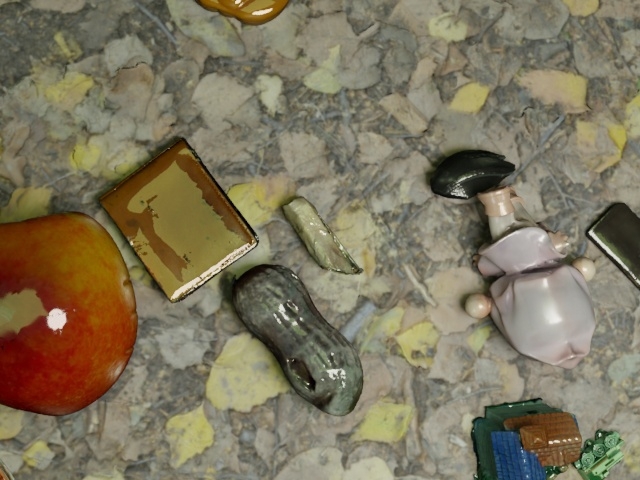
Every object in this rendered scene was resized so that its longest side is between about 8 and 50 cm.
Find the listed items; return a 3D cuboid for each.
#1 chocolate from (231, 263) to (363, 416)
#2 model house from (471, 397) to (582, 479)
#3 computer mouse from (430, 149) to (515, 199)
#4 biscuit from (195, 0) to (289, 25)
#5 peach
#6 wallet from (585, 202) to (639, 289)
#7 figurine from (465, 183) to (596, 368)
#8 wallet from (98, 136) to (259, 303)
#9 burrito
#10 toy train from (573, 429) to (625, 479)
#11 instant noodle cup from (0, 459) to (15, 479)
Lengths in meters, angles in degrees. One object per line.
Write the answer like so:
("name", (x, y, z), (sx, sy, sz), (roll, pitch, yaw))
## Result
("chocolate", (-0.028, 0.135, 1.153), (0.110, 0.110, 0.248), (-35, 87, -8))
("model house", (0.296, 0.288, 1.140), (0.148, 0.148, 0.119), (-6, 85, -4))
("computer mouse", (0.222, -0.105, 1.216), (0.135, 0.047, 0.079), (-19, 41, -14))
("biscuit", (-0.117, -0.412, 1.237), (0.170, 0.050, 0.170), (1, 83, -6))
("peach", (-0.374, 0.105, 1.087), (0.249, 0.245, 0.274), (-15, 96, 21))
("wallet", (0.482, 0.017, 1.255), (0.157, 0.018, 0.082), (44, 82, 1))
("figurine", (0.299, 0.050, 1.178), (0.200, 0.133, 0.276), (-20, 84, -4))
("wallet", (-0.203, -0.027, 1.189), (0.161, 0.042, 0.195), (-38, 86, -13))
("burrito", (0.000, 0.000, 1.201), (0.055, 0.041, 0.149), (-35, 87, -22))
("toy train", (0.409, 0.315, 1.206), (0.083, 0.033, 0.053), (-34, 92, -9))
("instant noodle cup", (-0.495, 0.358, 1.025), (0.193, 0.212, 0.193), (1, 83, -6))
